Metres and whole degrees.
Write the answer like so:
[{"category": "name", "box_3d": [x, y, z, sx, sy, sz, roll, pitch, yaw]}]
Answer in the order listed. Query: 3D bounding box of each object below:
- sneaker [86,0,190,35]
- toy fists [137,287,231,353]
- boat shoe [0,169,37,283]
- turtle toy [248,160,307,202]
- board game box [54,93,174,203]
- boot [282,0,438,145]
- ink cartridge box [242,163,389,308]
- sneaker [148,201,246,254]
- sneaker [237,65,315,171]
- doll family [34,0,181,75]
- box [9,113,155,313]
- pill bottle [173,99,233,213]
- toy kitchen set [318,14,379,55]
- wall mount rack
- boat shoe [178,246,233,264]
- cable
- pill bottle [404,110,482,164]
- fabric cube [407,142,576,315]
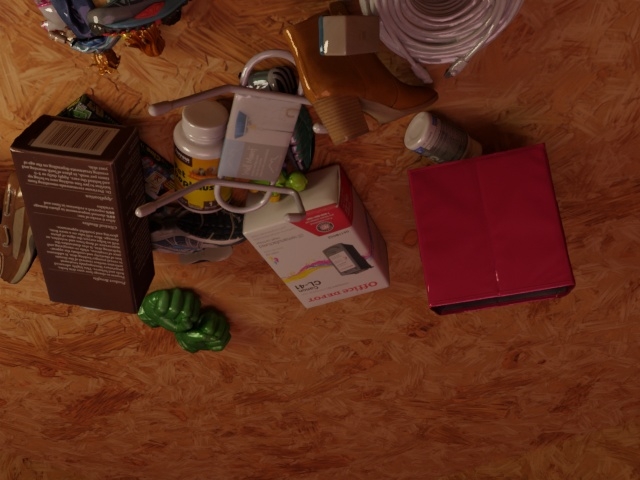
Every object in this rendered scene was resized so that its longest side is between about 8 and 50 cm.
[{"category": "sneaker", "box_3d": [-0.235, -0.385, 0.875, 0.104, 0.262, 0.125, 15, 143, 47]}, {"category": "toy fists", "box_3d": [-0.354, 0.218, 1.673, 0.142, 0.096, 0.279, -22, 134, 24]}, {"category": "boat shoe", "box_3d": [-0.657, -0.036, 1.365, 0.119, 0.123, 0.324, 25, 126, -19]}, {"category": "turtle toy", "box_3d": [-0.090, -0.131, 1.263, 0.130, 0.066, 0.095, 26, 143, 14]}, {"category": "board game box", "box_3d": [-0.415, -0.171, 1.260, 0.136, 0.030, 0.259, -24, 134, 29]}, {"category": "boot", "box_3d": [0.077, -0.293, 1.036, 0.104, 0.295, 0.211, -13, 102, 46]}, {"category": "ink cartridge box", "box_3d": [0.000, 0.000, 1.382, 0.226, 0.131, 0.306, -17, 136, 19]}, {"category": "sneaker", "box_3d": [-0.288, -0.023, 1.394, 0.282, 0.110, 0.122, 3, 149, 9]}, {"category": "sneaker", "box_3d": [-0.078, -0.226, 1.170, 0.098, 0.083, 0.224, 5, 137, 23]}, {"category": "doll family", "box_3d": [-0.338, -0.345, 0.979, 0.262, 0.118, 0.163, -9, 139, 11]}, {"category": "box", "box_3d": [-0.448, -0.041, 1.230, 0.191, 0.143, 0.381, 9, 128, 2]}, {"category": "pill bottle", "box_3d": [-0.222, -0.160, 1.201, 0.117, 0.117, 0.215, 6, 140, -7]}, {"category": "toy kitchen set", "box_3d": [-0.012, -0.375, 0.899, 0.166, 0.122, 0.207, 8, 110, 26]}, {"category": "wall mount rack", "box_3d": [-0.146, -0.147, 1.057, 0.304, 0.130, 0.350, 4, 132, -20]}, {"category": "boat shoe", "box_3d": [-0.270, 0.030, 1.489, 0.137, 0.049, 0.043, -12, -179, 11]}, {"category": "cable", "box_3d": [0.185, -0.392, 0.944, 0.257, 0.089, 0.257, 33, 130, -31]}, {"category": "pill bottle", "box_3d": [0.237, -0.185, 1.198, 0.137, 0.078, 0.078, 22, 136, -23]}, {"category": "fabric cube", "box_3d": [0.323, -0.006, 1.208, 0.259, 0.258, 0.254, -10, 166, 13]}]
